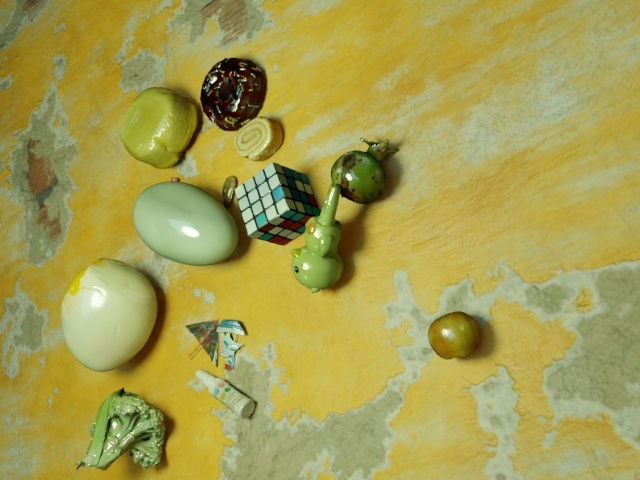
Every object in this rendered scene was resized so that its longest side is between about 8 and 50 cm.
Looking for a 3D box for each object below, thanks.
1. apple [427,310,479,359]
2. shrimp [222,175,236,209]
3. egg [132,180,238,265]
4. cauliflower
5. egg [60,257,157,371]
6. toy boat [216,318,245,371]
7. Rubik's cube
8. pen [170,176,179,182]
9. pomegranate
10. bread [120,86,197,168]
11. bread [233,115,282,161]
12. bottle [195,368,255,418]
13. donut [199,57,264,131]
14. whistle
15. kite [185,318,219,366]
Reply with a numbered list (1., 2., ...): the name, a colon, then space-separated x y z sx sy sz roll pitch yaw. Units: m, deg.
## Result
1. apple: 0.294 0.213 1.436 0.114 0.099 0.102 -28 69 25
2. shrimp: -0.283 -0.144 1.963 0.059 0.023 0.108 20 94 46
3. egg: -0.393 -0.046 1.896 0.371 0.230 0.230 23 95 30
4. cauliflower: -0.597 0.580 1.904 0.256 0.315 0.239 5 124 28
5. egg: -0.653 0.233 2.001 0.283 0.283 0.345 21 100 36
6. toy boat: -0.266 0.292 1.873 0.105 0.034 0.149 29 111 33
7. Rubik's cube: -0.115 -0.096 1.755 0.155 0.151 0.154 -33 63 27
8. pen: -0.498 -0.088 2.102 0.028 0.028 0.239 13 90 37
9. pomegranate: 0.102 -0.178 1.624 0.148 0.148 0.169 12 82 37
10. bread: -0.521 -0.369 2.099 0.270 0.148 0.270 -10 71 33
11. bread: -0.184 -0.292 1.886 0.149 0.073 0.122 -33 66 27
12. bottle: -0.276 0.424 1.829 0.217 0.060 0.060 26 97 35
13. donut: -0.277 -0.450 1.974 0.235 0.089 0.235 -6 80 35
14. whistle: -0.010 0.002 1.630 0.141 0.141 0.294 17 120 37
15. kite: -0.348 0.297 1.936 0.190 0.010 0.159 42 107 34
